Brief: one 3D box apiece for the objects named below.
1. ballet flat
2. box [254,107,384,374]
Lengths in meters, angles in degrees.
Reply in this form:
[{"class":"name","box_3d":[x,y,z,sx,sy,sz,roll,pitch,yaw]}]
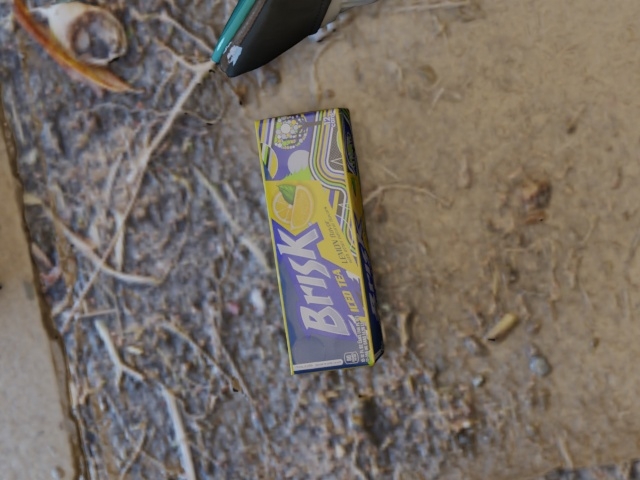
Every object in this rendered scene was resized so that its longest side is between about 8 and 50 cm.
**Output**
[{"class":"ballet flat","box_3d":[0.027,-0.219,1.188,0.096,0.095,0.280,24,97,-5]},{"class":"box","box_3d":[0.000,0.000,1.224,0.059,0.054,0.169,-8,93,10]}]
